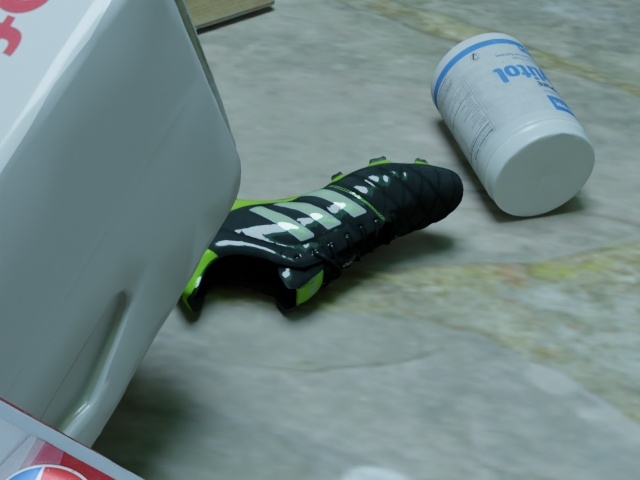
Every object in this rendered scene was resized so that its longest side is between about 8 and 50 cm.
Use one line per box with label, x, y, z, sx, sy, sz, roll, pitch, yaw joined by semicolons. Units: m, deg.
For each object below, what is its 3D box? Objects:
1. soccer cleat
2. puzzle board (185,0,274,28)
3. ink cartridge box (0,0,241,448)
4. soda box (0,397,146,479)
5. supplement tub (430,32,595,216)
soccer cleat;0.000;0.000;0.719;0.179;0.060;0.072;-11;56;-11
puzzle board;-0.112;-0.177;0.918;0.128;0.011;0.096;-24;53;-29
ink cartridge box;-0.268;-0.028;0.528;0.385;0.160;0.279;20;67;18
soda box;-0.098;0.164;0.372;0.083;0.263;0.092;25;46;17
supplement tub;0.119;-0.075;0.801;0.071;0.071;0.107;-9;45;-18
